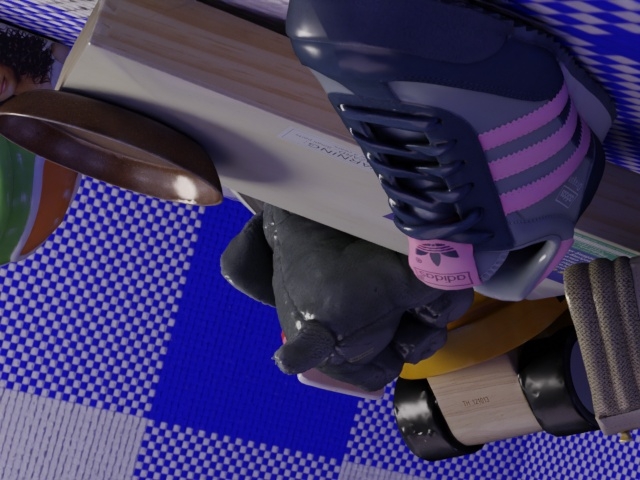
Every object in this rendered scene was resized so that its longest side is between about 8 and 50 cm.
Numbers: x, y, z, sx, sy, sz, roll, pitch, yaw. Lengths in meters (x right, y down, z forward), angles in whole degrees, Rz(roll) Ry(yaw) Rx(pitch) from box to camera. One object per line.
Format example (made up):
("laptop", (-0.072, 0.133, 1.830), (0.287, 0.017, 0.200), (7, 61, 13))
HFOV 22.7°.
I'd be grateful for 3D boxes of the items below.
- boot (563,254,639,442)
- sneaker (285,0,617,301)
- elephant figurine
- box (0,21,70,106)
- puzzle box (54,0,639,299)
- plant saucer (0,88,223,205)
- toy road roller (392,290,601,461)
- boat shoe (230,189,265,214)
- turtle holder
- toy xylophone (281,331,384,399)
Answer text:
("boot", (0.276, 0.093, 0.992), (0.203, 0.095, 0.262), (-17, 126, 18))
("sneaker", (0.072, -0.041, 0.818), (0.112, 0.131, 0.319), (14, 178, 30))
("elephant figurine", (0.000, 0.000, 1.328), (0.239, 0.169, 0.186), (52, 180, 28))
("box", (-0.322, -0.156, 1.305), (0.232, 0.087, 0.058), (15, -179, -42))
("puzzle box", (0.024, -0.055, 1.085), (0.408, 0.052, 0.272), (20, 169, -13))
("plant saucer", (-0.142, -0.065, 1.088), (0.168, 0.029, 0.168), (18, 169, 3))
("toy road roller", (0.185, 0.035, 1.475), (0.202, 0.241, 0.329), (-17, -168, 40))
("boat shoe", (-0.020, -0.028, 1.722), (0.227, 0.081, 0.068), (43, 165, -11))
("turtle holder", (-0.426, -0.087, 1.849), (0.320, 0.243, 0.227), (3, -172, 36))
("toy xylophone", (0.069, 0.038, 1.666), (0.236, 0.323, 0.081), (9, -136, -26))
